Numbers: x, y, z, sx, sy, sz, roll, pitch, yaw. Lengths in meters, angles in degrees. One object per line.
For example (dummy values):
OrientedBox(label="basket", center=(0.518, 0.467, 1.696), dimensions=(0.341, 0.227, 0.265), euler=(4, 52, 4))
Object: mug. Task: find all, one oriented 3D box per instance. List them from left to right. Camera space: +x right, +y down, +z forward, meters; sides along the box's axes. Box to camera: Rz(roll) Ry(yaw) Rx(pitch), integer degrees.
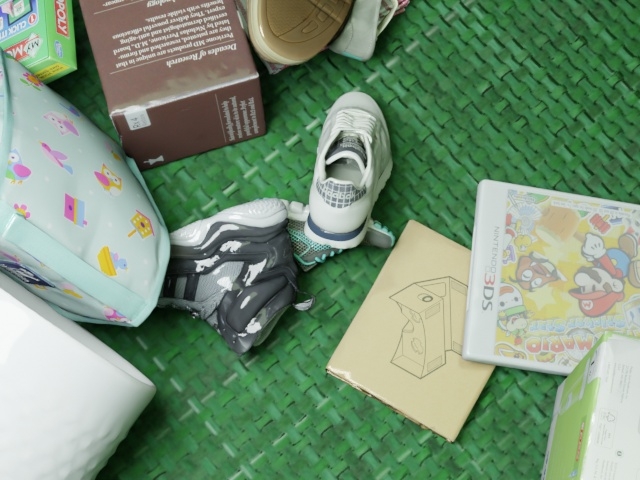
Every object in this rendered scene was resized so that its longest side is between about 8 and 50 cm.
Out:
OrientedBox(label="mug", center=(-0.400, 0.185, 1.276), dimensions=(0.374, 0.276, 0.328), euler=(30, 81, 41))

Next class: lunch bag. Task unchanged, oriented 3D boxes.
OrientedBox(label="lunch bag", center=(-0.277, -0.036, 1.252), dimensions=(0.160, 0.223, 0.262), euler=(-42, 38, 10))

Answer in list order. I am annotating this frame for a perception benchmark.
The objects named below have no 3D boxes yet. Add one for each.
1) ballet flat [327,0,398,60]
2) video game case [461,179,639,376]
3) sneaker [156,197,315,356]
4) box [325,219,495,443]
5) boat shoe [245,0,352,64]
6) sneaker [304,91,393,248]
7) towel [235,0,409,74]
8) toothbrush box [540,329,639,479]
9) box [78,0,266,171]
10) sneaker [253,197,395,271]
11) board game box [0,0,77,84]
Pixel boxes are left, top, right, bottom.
OrientedBox(label="ballet flat", center=(0.066, -0.309, 1.480), dimensions=(0.068, 0.072, 0.213), euler=(24, 76, -18))
OrientedBox(label="video game case", center=(0.277, 0.048, 1.391), dimensions=(0.227, 0.026, 0.206), euler=(9, 73, -6))
OrientedBox(label="sneaker", center=(-0.139, 0.066, 1.370), dimensions=(0.268, 0.101, 0.153), euler=(-23, 89, 10))
OrientedBox(label="box", center=(0.123, 0.098, 1.398), dimensions=(0.164, 0.021, 0.201), euler=(29, 76, 9))
OrientedBox(label="boat shoe", center=(-0.032, -0.326, 1.456), dimensions=(0.121, 0.110, 0.341), euler=(31, 52, -26))
OrientedBox(label="sneaker", center=(0.036, -0.099, 1.389), dimensions=(0.090, 0.095, 0.235), euler=(5, 44, 3))
OrientedBox(label="towel", center=(-0.008, -0.301, 1.521), dimensions=(0.197, 0.029, 0.144), euler=(-27, 73, -7))
OrientedBox(label="toothbrush box", center=(0.290, 0.225, 1.217), dimensions=(0.122, 0.283, 0.206), euler=(12, 73, 4))
OrientedBox(label="box", center=(-0.170, -0.217, 1.425), dimensions=(0.167, 0.168, 0.203), euler=(-17, 73, -5))
OrientedBox(label="sneaker", center=(0.000, 0.000, 1.419), dimensions=(0.166, 0.065, 0.076), euler=(10, 89, 7))
OrientedBox(label="board game box", center=(-0.411, -0.240, 1.418), dimensions=(0.317, 0.046, 0.213), euler=(-18, 71, 29))
